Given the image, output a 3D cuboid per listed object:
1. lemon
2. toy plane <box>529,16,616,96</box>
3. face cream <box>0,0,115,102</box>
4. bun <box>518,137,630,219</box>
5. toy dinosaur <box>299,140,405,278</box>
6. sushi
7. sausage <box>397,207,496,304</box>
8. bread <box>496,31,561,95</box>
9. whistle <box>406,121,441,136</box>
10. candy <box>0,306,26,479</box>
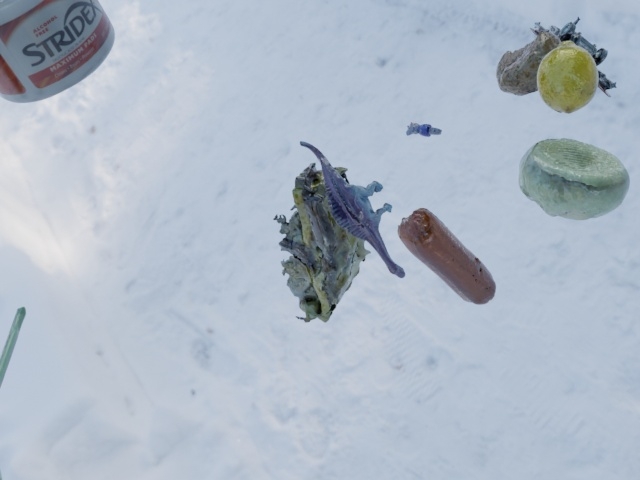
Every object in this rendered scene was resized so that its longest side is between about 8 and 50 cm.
[{"bbox_3d":[0.257,-0.170,0.822,0.062,0.062,0.083,-10,68,41],"label":"lemon"},{"bbox_3d":[0.508,-0.398,1.618,0.104,0.222,0.326,-46,18,34],"label":"toy plane"},{"bbox_3d":[-0.425,-0.327,1.134,0.200,0.187,0.201,-13,45,13],"label":"face cream"},{"bbox_3d":[0.454,-0.102,1.436,0.195,0.195,0.118,-112,26,-51],"label":"bun"},{"bbox_3d":[0.043,-0.040,0.921,0.045,0.197,0.080,-36,-1,32],"label":"toy dinosaur"},{"bbox_3d":[0.006,0.002,1.305,0.131,0.291,0.139,12,39,25],"label":"sushi"},{"bbox_3d":[0.303,0.046,1.837,0.102,0.330,0.102,-32,35,26],"label":"sausage"},{"bbox_3d":[0.310,-0.255,1.178,0.113,0.060,0.082,-10,52,64],"label":"bread"},{"bbox_3d":[0.225,-0.240,1.724,0.083,0.029,0.033,12,75,32],"label":"whistle"},{"bbox_3d":[-0.517,0.259,1.224,0.119,0.119,0.440,-35,32,19],"label":"candy"}]
